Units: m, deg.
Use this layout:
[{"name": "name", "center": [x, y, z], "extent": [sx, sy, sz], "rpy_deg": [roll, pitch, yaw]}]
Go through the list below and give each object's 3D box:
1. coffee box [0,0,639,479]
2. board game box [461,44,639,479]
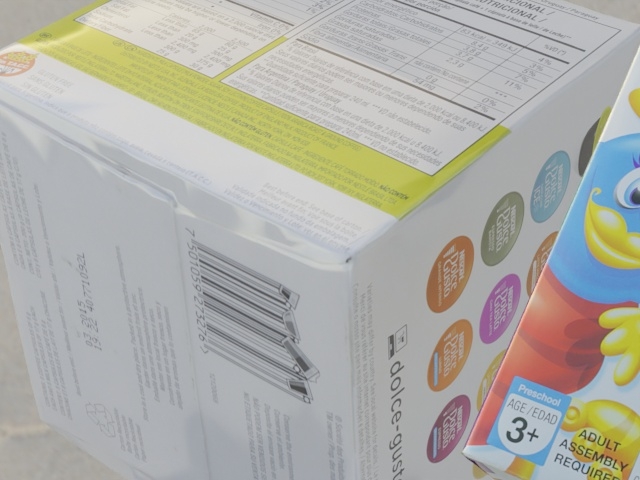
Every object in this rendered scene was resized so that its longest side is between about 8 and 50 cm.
[{"name": "coffee box", "center": [0.000, 0.000, 1.022], "extent": [0.338, 0.338, 0.334], "rpy_deg": [25, 45, 31]}, {"name": "board game box", "center": [0.186, -0.004, 0.538], "extent": [0.144, 0.142, 0.275], "rpy_deg": [20, 78, 26]}]
